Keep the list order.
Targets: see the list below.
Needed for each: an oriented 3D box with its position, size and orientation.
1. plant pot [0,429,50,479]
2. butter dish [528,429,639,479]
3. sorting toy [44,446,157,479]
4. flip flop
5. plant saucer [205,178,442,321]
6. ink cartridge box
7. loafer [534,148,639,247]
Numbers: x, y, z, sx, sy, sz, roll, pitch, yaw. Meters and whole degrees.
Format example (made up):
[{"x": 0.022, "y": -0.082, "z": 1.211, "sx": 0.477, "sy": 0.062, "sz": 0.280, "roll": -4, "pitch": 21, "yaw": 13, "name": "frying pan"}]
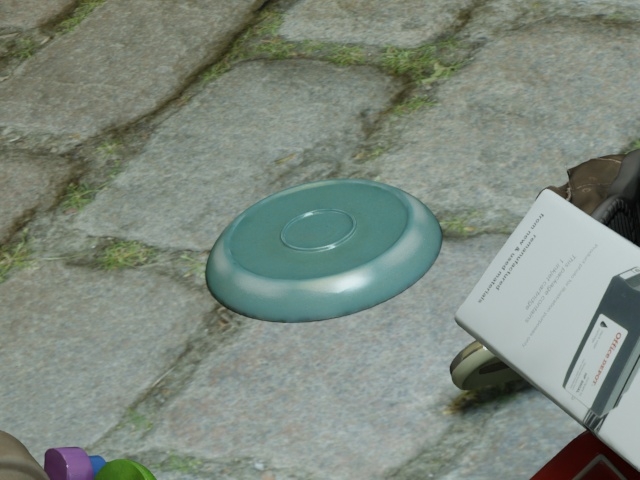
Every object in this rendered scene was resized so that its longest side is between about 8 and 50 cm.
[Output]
[{"x": -0.332, "y": 0.351, "z": 1.790, "sx": 0.263, "sy": 0.263, "sz": 0.229, "roll": -31, "pitch": 54, "yaw": -28, "name": "plant pot"}, {"x": 0.257, "y": 0.292, "z": 1.773, "sx": 0.160, "sy": 0.118, "sz": 0.160, "roll": -38, "pitch": 78, "yaw": -25, "name": "butter dish"}, {"x": -0.151, "y": 0.300, "z": 1.942, "sx": 0.126, "sy": 0.127, "sz": 0.365, "roll": 1, "pitch": 14, "yaw": -42, "name": "sorting toy"}, {"x": 0.283, "y": 0.128, "z": 2.050, "sx": 0.277, "sy": 0.112, "sz": 0.080, "roll": -15, "pitch": 57, "yaw": -9, "name": "flip flop"}, {"x": 0.000, "y": 0.000, "z": 2.406, "sx": 0.317, "sy": 0.044, "sz": 0.317, "roll": -9, "pitch": 30, "yaw": 6, "name": "plant saucer"}, {"x": 0.355, "y": 0.145, "z": 1.683, "sx": 0.166, "sy": 0.285, "sz": 0.395, "roll": -56, "pitch": 38, "yaw": 5, "name": "ink cartridge box"}, {"x": 0.318, "y": -0.003, "z": 2.220, "sx": 0.130, "sy": 0.134, "sz": 0.366, "roll": -4, "pitch": 18, "yaw": 23, "name": "loafer"}]
